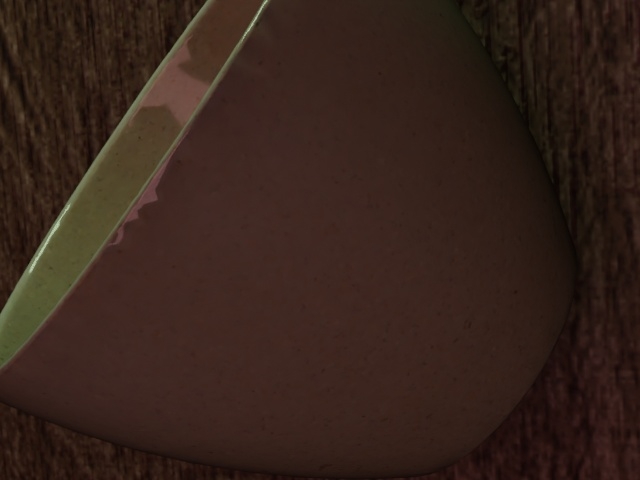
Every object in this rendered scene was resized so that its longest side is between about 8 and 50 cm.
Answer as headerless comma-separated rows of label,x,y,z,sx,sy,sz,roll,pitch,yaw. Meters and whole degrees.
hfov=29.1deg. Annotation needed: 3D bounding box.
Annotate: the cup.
cup,0.000,0.000,0.685,0.237,0.331,0.331,34,112,-14
